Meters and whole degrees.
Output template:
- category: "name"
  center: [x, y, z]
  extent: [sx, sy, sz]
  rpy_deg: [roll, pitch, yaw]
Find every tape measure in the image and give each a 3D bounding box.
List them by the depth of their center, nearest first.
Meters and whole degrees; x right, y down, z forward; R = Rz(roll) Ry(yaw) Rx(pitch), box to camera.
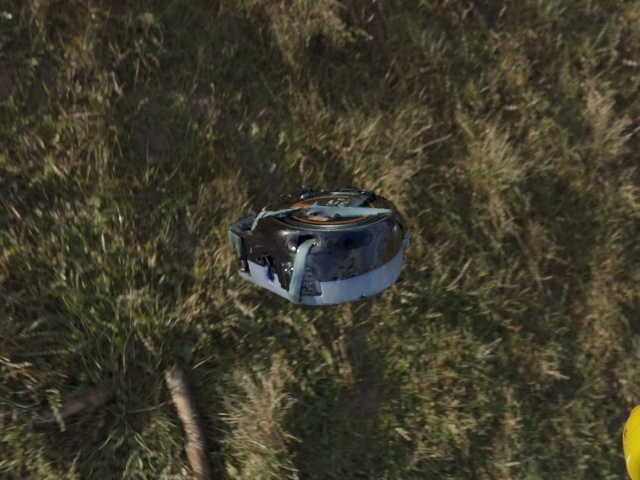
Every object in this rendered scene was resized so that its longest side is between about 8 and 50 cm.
- category: "tape measure"
  center: [0.001, 0.001, 0.532]
  extent: [0.091, 0.094, 0.054]
  rpy_deg: [-30, 124, -48]

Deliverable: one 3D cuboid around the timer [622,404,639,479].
- category: "timer"
  center: [0.281, 0.162, 0.691]
  extent: [0.107, 0.107, 0.109]
  rpy_deg: [17, 44, -8]
